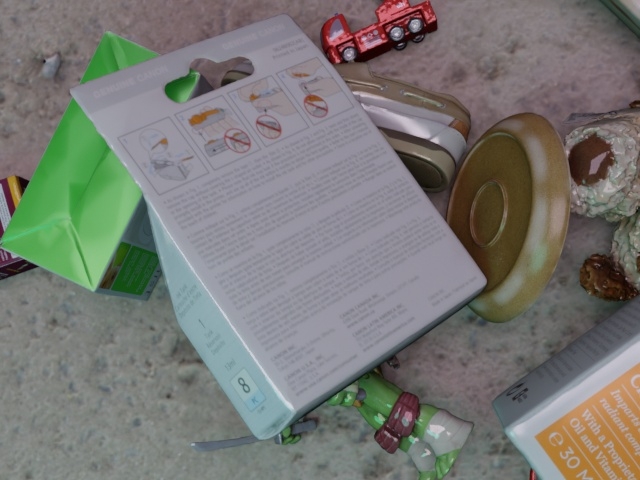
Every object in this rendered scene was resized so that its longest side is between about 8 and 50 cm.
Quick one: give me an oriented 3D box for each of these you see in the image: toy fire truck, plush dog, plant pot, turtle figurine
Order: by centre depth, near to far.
[{"bbox_3d":[0.195,-0.028,1.255,0.032,0.236,0.236,9,84,-22],"label":"plant pot"},{"bbox_3d":[0.014,0.202,1.268,0.266,0.275,0.198,32,122,5],"label":"turtle figurine"},{"bbox_3d":[0.386,-0.037,1.272,0.262,0.210,0.225,-8,102,2],"label":"plush dog"},{"bbox_3d":[0.079,-0.301,1.390,0.192,0.047,0.135,-23,81,5],"label":"toy fire truck"}]

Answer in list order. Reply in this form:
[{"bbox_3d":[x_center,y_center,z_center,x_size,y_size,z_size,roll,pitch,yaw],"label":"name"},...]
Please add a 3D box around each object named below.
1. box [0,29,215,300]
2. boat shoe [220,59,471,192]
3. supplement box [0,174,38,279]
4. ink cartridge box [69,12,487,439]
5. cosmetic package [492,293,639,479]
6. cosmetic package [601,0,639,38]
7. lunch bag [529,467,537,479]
[{"bbox_3d":[-0.224,-0.075,1.308,0.126,0.231,0.262,25,87,8],"label":"box"},{"bbox_3d":[0.032,-0.156,1.357,0.302,0.113,0.103,23,66,11],"label":"boat shoe"},{"bbox_3d":[-0.433,0.002,1.400,0.188,0.081,0.104,-19,82,4],"label":"supplement box"},{"bbox_3d":[-0.046,-0.031,1.182,0.308,0.091,0.385,-29,78,-38],"label":"ink cartridge box"},{"bbox_3d":[0.419,0.130,1.105,0.453,0.161,0.230,-37,90,4],"label":"cosmetic package"},{"bbox_3d":[0.402,-0.308,1.297,0.296,0.129,0.153,45,102,9],"label":"cosmetic package"},{"bbox_3d":[0.354,0.252,1.254,0.258,0.120,0.293,-31,81,3],"label":"lunch bag"}]
